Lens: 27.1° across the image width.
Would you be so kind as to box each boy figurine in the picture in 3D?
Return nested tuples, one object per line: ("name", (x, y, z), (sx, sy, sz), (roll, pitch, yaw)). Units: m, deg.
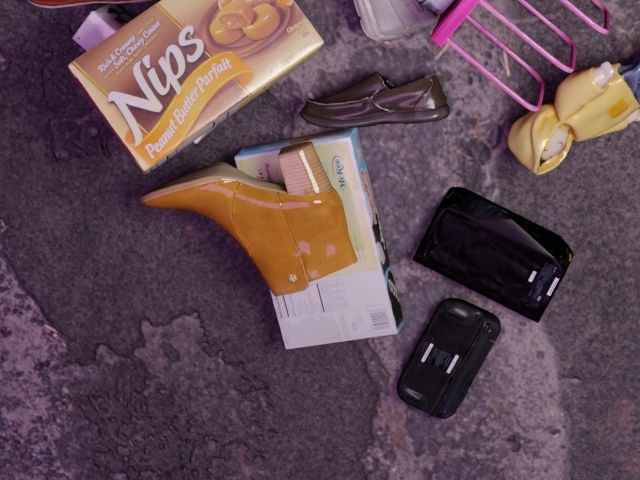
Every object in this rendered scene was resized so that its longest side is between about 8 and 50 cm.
("boy figurine", (0.387, -0.189, 1.810), (0.285, 0.177, 0.092), (-28, 64, 10))

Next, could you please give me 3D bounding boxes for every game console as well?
("game console", (0.216, 0.111, 2.028), (0.213, 0.044, 0.361), (28, 113, 5))

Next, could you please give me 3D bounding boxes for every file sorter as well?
("file sorter", (0.313, -0.344, 1.753), (0.182, 0.202, 0.291), (38, 114, -5))

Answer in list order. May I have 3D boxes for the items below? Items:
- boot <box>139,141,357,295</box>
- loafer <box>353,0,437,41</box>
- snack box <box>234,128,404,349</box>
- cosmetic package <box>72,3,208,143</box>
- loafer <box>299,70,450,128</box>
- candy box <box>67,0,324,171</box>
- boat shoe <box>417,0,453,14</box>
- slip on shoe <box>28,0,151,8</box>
("boot", (-0.106, -0.013, 1.963), (0.295, 0.104, 0.211), (-13, 105, 15))
("loafer", (0.075, -0.434, 1.831), (0.111, 0.112, 0.320), (-15, 113, 13))
("snack box", (0.000, 0.000, 2.029), (0.187, 0.060, 0.322), (-9, 107, 17))
("cosmetic package", (-0.245, -0.252, 1.976), (0.239, 0.099, 0.060), (40, 114, -4))
("loafer", (0.078, -0.207, 1.933), (0.220, 0.080, 0.078), (-3, 99, 9))
("candy box", (-0.176, -0.258, 1.884), (0.316, 0.087, 0.183), (-36, 92, -5))
("boat shoe", (0.203, -0.488, 1.738), (0.156, 0.136, 0.367), (35, 103, -7))
("slip on shoe", (-0.299, -0.407, 1.915), (0.331, 0.101, 0.123), (-7, 78, 17))
